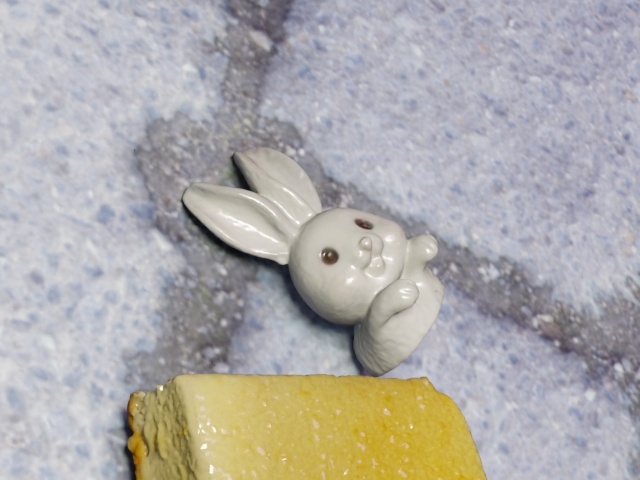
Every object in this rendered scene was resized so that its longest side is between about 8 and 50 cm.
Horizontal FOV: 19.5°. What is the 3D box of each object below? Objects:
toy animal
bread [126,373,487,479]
[{"bbox_3d":[0.003,0.000,1.531,0.221,0.131,0.103,42,63,-10],"label":"toy animal"},{"bbox_3d":[-0.004,0.197,1.432,0.275,0.114,0.184,5,61,-37],"label":"bread"}]
